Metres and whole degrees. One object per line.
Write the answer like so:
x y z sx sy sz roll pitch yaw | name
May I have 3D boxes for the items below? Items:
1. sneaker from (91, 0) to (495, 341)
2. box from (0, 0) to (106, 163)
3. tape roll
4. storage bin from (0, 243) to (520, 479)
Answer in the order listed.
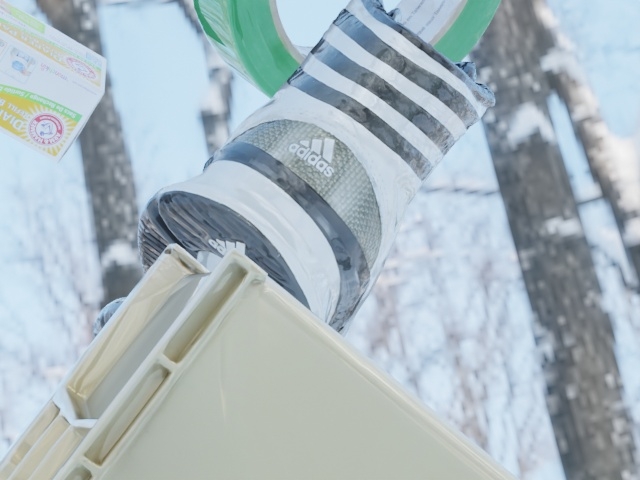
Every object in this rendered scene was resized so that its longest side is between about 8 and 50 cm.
0.001 0.001 1.196 0.257 0.169 0.447 -47 -4 -22 | sneaker
-0.349 -0.193 2.034 0.203 0.114 0.103 30 -71 -18 | box
0.035 -0.269 1.688 0.321 0.077 0.321 -19 -53 -27 | tape roll
-0.014 0.180 0.572 0.262 0.260 0.123 39 -12 -10 | storage bin
